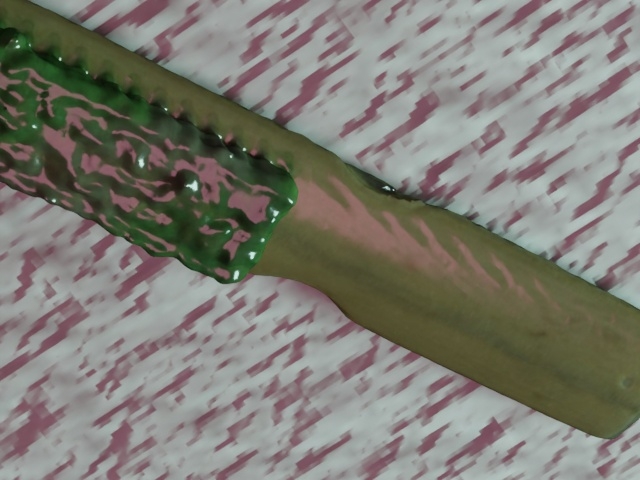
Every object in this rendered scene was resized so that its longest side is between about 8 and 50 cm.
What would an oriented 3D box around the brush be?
[{"bbox_3d":[0.000,0.000,0.636,0.282,0.048,0.054,26,113,-18],"label":"brush"}]
